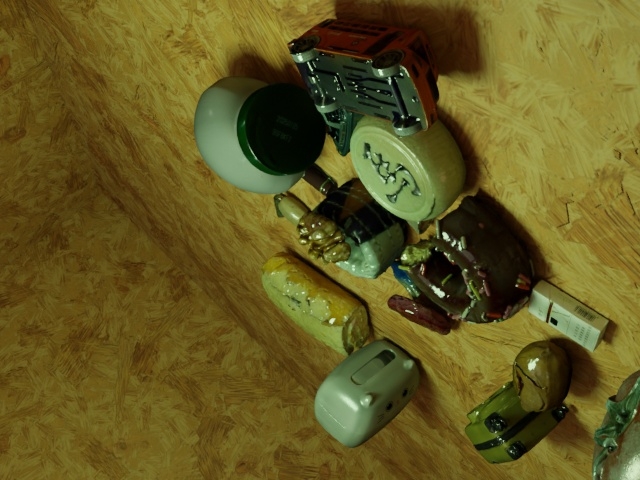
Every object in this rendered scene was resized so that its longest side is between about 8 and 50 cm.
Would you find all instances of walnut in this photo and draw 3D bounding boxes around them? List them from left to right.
[{"bbox_3d":[0.000,0.000,1.746,0.143,0.069,0.170,54,160,-11],"label":"walnut"},{"bbox_3d":[0.492,0.303,1.650,0.137,0.137,0.245,35,160,30],"label":"walnut"}]

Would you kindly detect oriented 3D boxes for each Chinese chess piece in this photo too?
[{"bbox_3d":[0.170,-0.156,1.481,0.250,0.101,0.250,41,154,25],"label":"Chinese chess piece"}]

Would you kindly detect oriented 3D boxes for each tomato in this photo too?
[{"bbox_3d":[0.611,0.360,1.263,0.283,0.316,0.316,26,156,6],"label":"tomato"}]

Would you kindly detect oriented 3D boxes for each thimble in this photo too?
[{"bbox_3d":[0.097,-0.022,1.817,0.237,0.150,0.237,38,155,22],"label":"thimble"}]

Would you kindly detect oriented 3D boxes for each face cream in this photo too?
[{"bbox_3d":[-0.163,-0.254,1.816,0.312,0.219,0.357,56,157,-19],"label":"face cream"}]

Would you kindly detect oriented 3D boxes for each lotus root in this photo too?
[{"bbox_3d":[-0.071,-0.078,2.166,0.150,0.062,0.073,43,157,7],"label":"lotus root"}]

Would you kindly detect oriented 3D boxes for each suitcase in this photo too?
[{"bbox_3d":[0.475,0.445,1.848,0.143,0.194,0.235,52,160,11],"label":"suitcase"}]

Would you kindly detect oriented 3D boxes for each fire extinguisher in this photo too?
[{"bbox_3d":[-0.026,-0.173,1.940,0.158,0.043,0.064,39,128,20],"label":"fire extinguisher"}]

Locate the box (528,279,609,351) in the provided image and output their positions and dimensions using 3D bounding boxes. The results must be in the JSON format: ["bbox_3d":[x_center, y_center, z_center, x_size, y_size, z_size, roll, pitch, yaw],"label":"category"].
[{"bbox_3d":[0.496,0.150,1.493,0.154,0.040,0.084,34,156,29],"label":"box"}]

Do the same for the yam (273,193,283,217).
[{"bbox_3d":[-0.117,-0.106,2.240,0.043,0.043,0.094,37,155,27],"label":"yam"}]

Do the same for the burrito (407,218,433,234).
[{"bbox_3d":[0.171,-0.108,1.641,0.226,0.060,0.087,49,160,-3],"label":"burrito"}]

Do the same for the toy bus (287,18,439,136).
[{"bbox_3d":[0.093,-0.304,1.323,0.329,0.153,0.143,26,152,47],"label":"toy bus"}]

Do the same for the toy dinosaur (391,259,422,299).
[{"bbox_3d":[0.194,0.064,1.865,0.188,0.075,0.248,41,-179,8],"label":"toy dinosaur"}]

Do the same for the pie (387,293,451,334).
[{"bbox_3d":[0.258,0.196,1.947,0.182,0.049,0.182,28,173,4],"label":"pie"}]

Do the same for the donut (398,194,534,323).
[{"bbox_3d":[0.314,0.067,1.579,0.259,0.136,0.345,50,161,4],"label":"donut"}]

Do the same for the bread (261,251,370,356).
[{"bbox_3d":[-0.018,0.204,2.426,0.375,0.165,0.236,35,160,30],"label":"bread"}]

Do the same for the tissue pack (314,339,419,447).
[{"bbox_3d":[0.151,0.463,2.323,0.229,0.333,0.236,39,138,24],"label":"tissue pack"}]

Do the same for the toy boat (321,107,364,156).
[{"bbox_3d":[0.046,-0.250,1.589,0.246,0.103,0.093,95,154,-69],"label":"toy boat"}]
